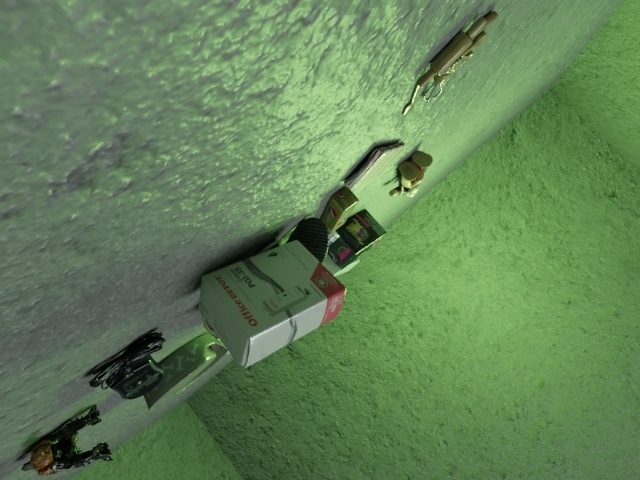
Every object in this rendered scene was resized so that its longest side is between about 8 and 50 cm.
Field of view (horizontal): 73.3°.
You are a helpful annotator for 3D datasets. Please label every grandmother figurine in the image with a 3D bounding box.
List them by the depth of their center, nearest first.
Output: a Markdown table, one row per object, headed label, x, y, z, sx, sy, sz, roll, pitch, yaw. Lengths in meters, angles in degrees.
| label | x | y | z | sx | sy | sz | roll | pitch | yaw |
| --- | --- | --- | --- | --- | --- | --- | --- | --- | --- |
| grandmother figurine | 0.354 | -0.238 | 1.683 | 0.208 | 0.104 | 0.342 | -32 | 170 | 5 |

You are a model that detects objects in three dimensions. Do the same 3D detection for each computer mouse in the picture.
| label | x | y | z | sx | sy | sz | roll | pitch | yaw |
| --- | --- | --- | --- | --- | --- | --- | --- | --- | --- |
| computer mouse | -0.485 | 0.330 | 1.120 | 0.189 | 0.072 | 0.272 | -33 | 157 | -27 |

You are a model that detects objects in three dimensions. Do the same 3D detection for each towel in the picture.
| label | x | y | z | sx | sy | sz | roll | pitch | yaw |
| --- | --- | --- | --- | --- | --- | --- | --- | --- | --- |
| towel | 0.153 | -0.213 | 1.191 | 0.144 | 0.029 | 0.197 | -46 | 172 | 33 |

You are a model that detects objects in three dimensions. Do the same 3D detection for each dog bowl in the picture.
| label | x | y | z | sx | sy | sz | roll | pitch | yaw |
| --- | --- | --- | --- | --- | --- | --- | --- | --- | --- |
| dog bowl | -0.519 | 0.486 | 1.627 | 0.349 | 0.102 | 0.349 | -40 | 171 | -7 |

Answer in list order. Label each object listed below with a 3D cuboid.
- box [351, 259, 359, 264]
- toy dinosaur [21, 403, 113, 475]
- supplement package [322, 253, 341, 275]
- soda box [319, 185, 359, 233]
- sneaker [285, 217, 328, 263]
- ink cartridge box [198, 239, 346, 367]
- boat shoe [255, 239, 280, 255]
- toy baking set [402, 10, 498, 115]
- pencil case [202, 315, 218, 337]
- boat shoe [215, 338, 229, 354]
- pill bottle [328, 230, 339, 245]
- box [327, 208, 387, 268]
| label | x | y | z | sx | sy | sz | roll | pitch | yaw |
| --- | --- | --- | --- | --- | --- | --- | --- | --- | --- |
| box | 0.060 | 0.079 | 1.854 | 0.171 | 0.130 | 0.091 | -16 | 157 | -46 |
| toy dinosaur | -0.730 | 0.604 | 1.222 | 0.219 | 0.164 | 0.322 | -18 | -176 | -25 |
| supplement package | -0.070 | 0.150 | 1.666 | 0.194 | 0.149 | 0.203 | -30 | 167 | -48 |
| soda box | 0.053 | -0.088 | 1.282 | 0.061 | 0.058 | 0.181 | -36 | 171 | -22 |
| sneaker | -0.056 | 0.072 | 1.286 | 0.146 | 0.123 | 0.330 | -85 | -171 | -69 |
| ink cartridge box | -0.114 | 0.139 | 1.028 | 0.283 | 0.207 | 0.117 | -22 | 143 | -37 |
| boat shoe | -0.137 | 0.067 | 1.205 | 0.084 | 0.079 | 0.233 | -35 | 167 | -23 |
| toy baking set | 0.270 | -0.360 | 0.910 | 0.256 | 0.030 | 0.197 | -43 | 171 | 19 |
| pencil case | -0.210 | 0.210 | 1.343 | 0.184 | 0.159 | 0.410 | -25 | 172 | 4 |
| boat shoe | -0.368 | 0.433 | 1.934 | 0.119 | 0.121 | 0.335 | -48 | 170 | 26 |
| pill bottle | 0.000 | 0.000 | 1.476 | 0.120 | 0.067 | 0.067 | -41 | 171 | 5 |
| box | 0.123 | 0.003 | 1.765 | 0.270 | 0.143 | 0.165 | -29 | 166 | -48 |
